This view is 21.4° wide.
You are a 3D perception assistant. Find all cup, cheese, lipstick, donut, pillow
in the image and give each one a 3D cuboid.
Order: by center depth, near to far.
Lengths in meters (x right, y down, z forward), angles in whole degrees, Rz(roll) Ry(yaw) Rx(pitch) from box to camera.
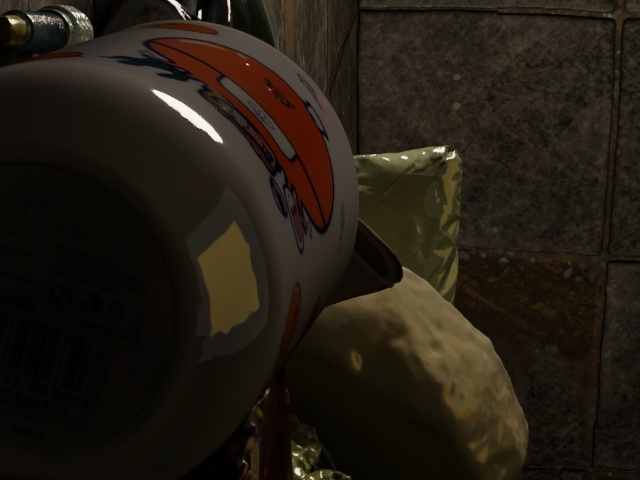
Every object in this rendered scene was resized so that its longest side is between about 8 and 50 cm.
[{"bbox_3d":[-0.103,0.004,0.859,0.317,0.212,0.212,-54,146,-77],"label":"cup"},{"bbox_3d":[-0.170,-0.123,1.006,0.116,0.037,0.037,-27,119,-76],"label":"lipstick"},{"bbox_3d":[-0.072,0.172,1.089,0.230,0.096,0.216,-73,162,-66],"label":"donut"},{"bbox_3d":[0.016,0.139,1.450,0.326,0.318,0.115,74,33,-42],"label":"cheese"},{"bbox_3d":[0.004,0.055,1.600,0.076,0.274,0.281,-127,-146,-63],"label":"pillow"}]

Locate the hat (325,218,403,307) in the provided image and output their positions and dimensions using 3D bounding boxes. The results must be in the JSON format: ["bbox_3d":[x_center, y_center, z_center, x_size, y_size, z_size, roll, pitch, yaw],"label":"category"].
[{"bbox_3d":[-0.059,-0.016,1.171,0.164,0.219,0.226,67,14,21],"label":"hat"}]

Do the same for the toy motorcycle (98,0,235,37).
[{"bbox_3d":[-0.109,-0.100,1.230,0.159,0.106,0.270,-80,170,-57],"label":"toy motorcycle"}]

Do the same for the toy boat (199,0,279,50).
[{"bbox_3d":[-0.088,-0.158,1.367,0.141,0.092,0.319,51,-22,32],"label":"toy boat"}]

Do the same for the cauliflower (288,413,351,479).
[{"bbox_3d":[-0.038,0.282,1.340,0.281,0.260,0.327,42,29,-39],"label":"cauliflower"}]
